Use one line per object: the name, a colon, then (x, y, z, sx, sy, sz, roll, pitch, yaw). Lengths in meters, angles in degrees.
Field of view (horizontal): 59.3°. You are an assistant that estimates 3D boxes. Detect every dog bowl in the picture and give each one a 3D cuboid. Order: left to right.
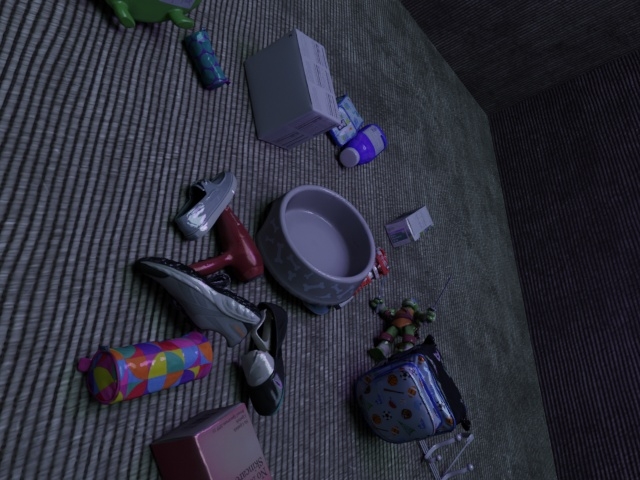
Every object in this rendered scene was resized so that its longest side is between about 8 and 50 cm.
dog bowl: (0.000, 0.000, 1.522, 0.349, 0.102, 0.348, 21, 48, -25)

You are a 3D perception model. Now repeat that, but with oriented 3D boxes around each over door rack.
over door rack: (0.430, 0.637, 1.877, 0.324, 0.108, 0.239, -30, 98, -58)

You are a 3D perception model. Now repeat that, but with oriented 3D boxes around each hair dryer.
hair dryer: (-0.220, 0.048, 1.282, 0.224, 0.080, 0.293, 35, 45, -41)

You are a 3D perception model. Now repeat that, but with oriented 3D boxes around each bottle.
bottle: (0.152, -0.336, 2.036, 0.118, 0.092, 0.283, 58, 34, -10)

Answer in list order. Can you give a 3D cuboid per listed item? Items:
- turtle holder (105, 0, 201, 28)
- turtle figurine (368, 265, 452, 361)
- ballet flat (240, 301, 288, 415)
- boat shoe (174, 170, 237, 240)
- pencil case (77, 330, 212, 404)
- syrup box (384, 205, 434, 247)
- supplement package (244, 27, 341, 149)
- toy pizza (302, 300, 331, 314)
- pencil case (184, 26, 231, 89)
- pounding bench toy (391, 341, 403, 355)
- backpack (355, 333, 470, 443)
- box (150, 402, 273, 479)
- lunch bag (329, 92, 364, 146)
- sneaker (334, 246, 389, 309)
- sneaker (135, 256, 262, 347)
turtle holder: (-0.422, -0.629, 1.273, 0.321, 0.243, 0.227, -20, 70, -19)
turtle figurine: (0.250, 0.237, 1.764, 0.198, 0.274, 0.266, 25, 47, 1)
ballet flat: (-0.134, 0.256, 1.280, 0.096, 0.095, 0.280, 49, 28, -37)
boat shoe: (-0.265, -0.100, 1.300, 0.081, 0.079, 0.227, 54, 38, -30)
pencil case: (-0.309, 0.227, 1.033, 0.236, 0.105, 0.104, 4, 69, -55)
syrup box: (0.344, -0.055, 2.158, 0.237, 0.093, 0.096, -30, 98, -57)
supplement package: (-0.084, -0.432, 1.639, 0.145, 0.204, 0.261, 11, 63, -54)
toy pizza: (-0.024, 0.111, 1.575, 0.201, 0.032, 0.201, 38, 42, -46)
pencil case: (-0.298, -0.474, 1.479, 0.070, 0.065, 0.151, -26, 95, -41)
pounding bench toy: (0.280, 0.382, 1.853, 0.083, 0.052, 0.065, 56, 34, -20)
backpack: (0.232, 0.439, 1.557, 0.213, 0.263, 0.276, -8, 72, -50)
box: (-0.189, 0.447, 1.054, 0.149, 0.127, 0.232, -20, 89, -58)
lunch bag: (0.069, -0.419, 1.970, 0.128, 0.096, 0.151, 55, 49, -25)
sneaker: (0.118, 0.100, 1.654, 0.090, 0.145, 0.270, 68, 23, -18)
sneaker: (-0.255, 0.120, 1.132, 0.272, 0.107, 0.100, 33, -1, -7)
